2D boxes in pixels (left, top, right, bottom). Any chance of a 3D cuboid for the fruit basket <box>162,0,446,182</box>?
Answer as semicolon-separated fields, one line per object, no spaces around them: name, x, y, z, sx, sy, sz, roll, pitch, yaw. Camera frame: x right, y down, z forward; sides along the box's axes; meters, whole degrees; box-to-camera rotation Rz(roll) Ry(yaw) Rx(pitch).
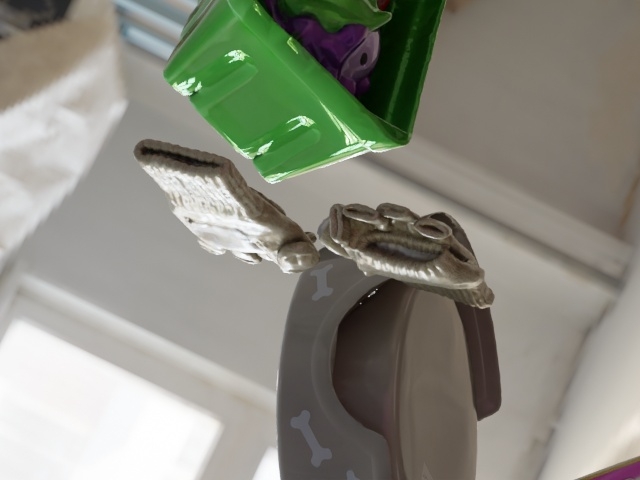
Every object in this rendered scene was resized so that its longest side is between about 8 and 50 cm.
fruit basket;0.036;-0.287;1.867;0.392;0.283;0.392;-39;-160;17

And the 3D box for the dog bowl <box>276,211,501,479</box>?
dog bowl;0.061;0.152;1.522;0.349;0.102;0.348;-4;90;-70

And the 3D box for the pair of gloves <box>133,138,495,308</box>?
pair of gloves;0.000;0.000;1.282;0.204;0.240;0.042;54;52;-73

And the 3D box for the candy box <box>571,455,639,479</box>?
candy box;0.216;0.219;1.444;0.233;0.159;0.071;130;-59;-72
